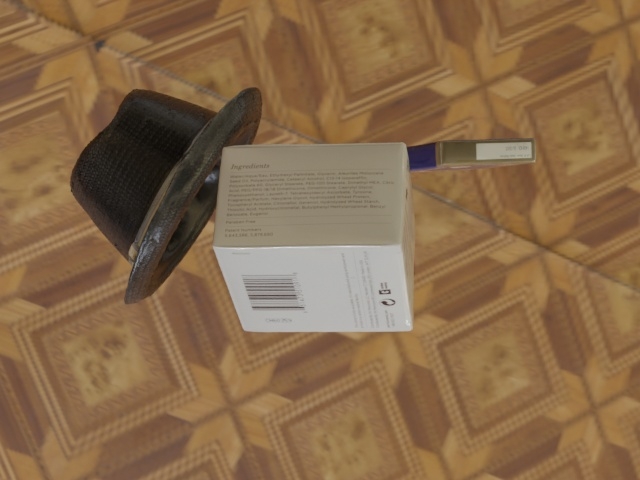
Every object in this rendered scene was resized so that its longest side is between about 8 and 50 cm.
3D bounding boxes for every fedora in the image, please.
[{"bbox_3d":[-0.204,-0.083,1.661,0.153,0.334,0.334,33,80,1],"label":"fedora"}]

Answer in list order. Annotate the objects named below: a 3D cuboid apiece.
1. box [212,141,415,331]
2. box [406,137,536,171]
[{"bbox_3d":[0.000,0.000,1.345,0.182,0.181,0.119,-1,60,7],"label":"box"},{"bbox_3d":[0.161,-0.108,1.764,0.136,0.225,0.036,-4,93,-24],"label":"box"}]
